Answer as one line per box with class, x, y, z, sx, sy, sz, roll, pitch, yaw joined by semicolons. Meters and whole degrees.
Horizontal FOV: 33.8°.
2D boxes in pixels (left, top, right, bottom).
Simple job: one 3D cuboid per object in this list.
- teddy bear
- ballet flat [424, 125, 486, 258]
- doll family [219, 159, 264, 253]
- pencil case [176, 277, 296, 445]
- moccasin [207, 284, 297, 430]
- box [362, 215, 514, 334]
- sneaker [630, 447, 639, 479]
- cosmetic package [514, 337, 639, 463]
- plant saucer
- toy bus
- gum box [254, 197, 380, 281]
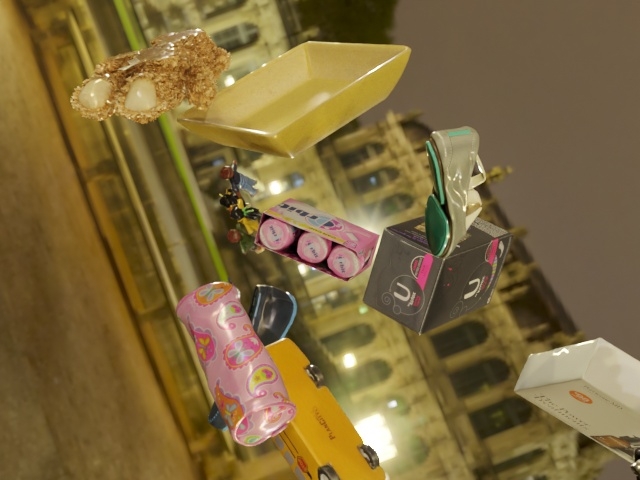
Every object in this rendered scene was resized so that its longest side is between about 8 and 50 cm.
teddy bear;-0.284;-0.267;1.820;0.338;0.245;0.113;-83;163;-65
ballet flat;0.161;-0.052;1.238;0.213;0.068;0.072;82;-10;-54
doll family;-0.156;-0.067;2.075;0.111;0.076;0.193;22;38;-53
pencil case;-0.142;0.200;1.765;0.284;0.124;0.124;59;-9;36
moccasin;-0.179;0.255;2.366;0.116;0.342;0.137;28;-5;-19
box;0.228;0.051;2.016;0.143;0.270;0.165;29;-63;30
sneaker;0.513;0.301;1.470;0.098;0.135;0.276;-121;-132;-66
cosmetic package;0.597;0.331;2.002;0.377;0.097;0.284;31;-21;-6
plant saucer;-0.042;-0.248;1.894;0.332;0.332;0.081;16;-46;53
toy bus;-0.023;0.339;1.922;0.333;0.108;0.130;54;-35;21
gum box;0.000;0.000;1.771;0.107;0.188;0.062;-33;142;-62
